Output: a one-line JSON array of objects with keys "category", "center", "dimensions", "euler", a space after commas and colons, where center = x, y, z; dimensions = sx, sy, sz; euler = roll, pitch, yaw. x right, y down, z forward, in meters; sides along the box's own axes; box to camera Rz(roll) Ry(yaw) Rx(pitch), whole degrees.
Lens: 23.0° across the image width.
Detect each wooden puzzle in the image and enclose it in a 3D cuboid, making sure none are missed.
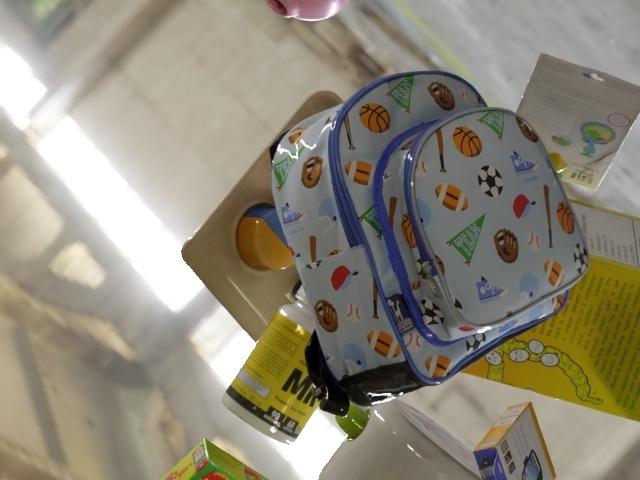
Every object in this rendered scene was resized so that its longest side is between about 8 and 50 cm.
[{"category": "wooden puzzle", "center": [0.000, 0.000, 2.371], "dimensions": [0.080, 0.348, 0.322], "euler": [12, 146, 55]}]

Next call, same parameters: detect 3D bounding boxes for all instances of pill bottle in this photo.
[{"category": "pill bottle", "center": [-0.031, 0.160, 2.121], "dimensions": [0.119, 0.208, 0.119], "euler": [32, 180, 0]}]

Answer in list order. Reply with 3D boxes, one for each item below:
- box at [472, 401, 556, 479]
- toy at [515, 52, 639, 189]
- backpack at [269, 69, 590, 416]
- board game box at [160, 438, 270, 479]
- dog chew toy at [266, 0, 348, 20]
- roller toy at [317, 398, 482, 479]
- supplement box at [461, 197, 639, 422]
[{"category": "box", "center": [0.180, 0.211, 1.464], "dimensions": [0.136, 0.028, 0.081], "euler": [-31, -77, -61]}, {"category": "toy", "center": [0.313, -0.157, 1.946], "dimensions": [0.137, 0.056, 0.237], "euler": [19, 148, 2]}, {"category": "backpack", "center": [0.087, -0.015, 1.389], "dimensions": [0.276, 0.213, 0.263], "euler": [-23, -97, -47]}, {"category": "board game box", "center": [-0.103, 0.323, 1.905], "dimensions": [0.181, 0.092, 0.043], "euler": [38, -164, -30]}, {"category": "dog chew toy", "center": [0.044, -0.421, 2.066], "dimensions": [0.206, 0.332, 0.206], "euler": [36, 162, 14]}, {"category": "roller toy", "center": [0.100, 0.284, 1.754], "dimensions": [0.191, 0.146, 0.209], "euler": [34, -175, -40]}, {"category": "supplement box", "center": [0.365, 0.087, 1.940], "dimensions": [0.356, 0.195, 0.194], "euler": [16, -157, 2]}]
